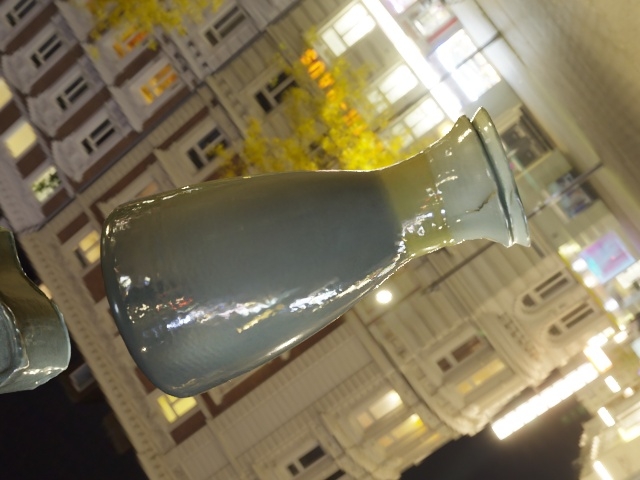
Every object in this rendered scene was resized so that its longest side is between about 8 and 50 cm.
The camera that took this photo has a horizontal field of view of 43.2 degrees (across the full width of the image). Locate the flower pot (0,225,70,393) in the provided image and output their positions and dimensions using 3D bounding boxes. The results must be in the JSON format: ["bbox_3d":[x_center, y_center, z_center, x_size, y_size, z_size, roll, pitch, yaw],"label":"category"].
[{"bbox_3d":[-0.421,0.083,1.034,0.229,0.103,0.108,55,-167,12],"label":"flower pot"}]

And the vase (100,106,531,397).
[{"bbox_3d":[0.000,0.000,0.667,0.173,0.321,0.173,-20,-90,-84],"label":"vase"}]
